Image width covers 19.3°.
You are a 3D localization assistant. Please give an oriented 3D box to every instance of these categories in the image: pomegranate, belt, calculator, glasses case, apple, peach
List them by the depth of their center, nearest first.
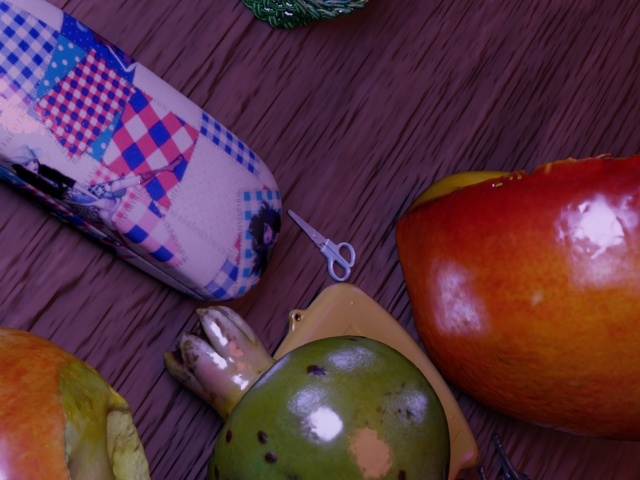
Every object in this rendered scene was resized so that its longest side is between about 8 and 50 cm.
[{"bbox_3d":[-0.211,0.172,1.184,0.226,0.246,0.246,-35,108,-45],"label":"apple"},{"bbox_3d":[-0.153,-0.068,1.382,0.327,0.076,0.125,36,60,-35],"label":"glasses case"},{"bbox_3d":[-0.015,0.151,1.418,0.248,0.202,0.202,42,51,10],"label":"pomegranate"},{"bbox_3d":[-0.001,-0.241,1.545,0.151,0.079,0.121,-21,98,-43],"label":"belt"},{"bbox_3d":[0.046,0.144,1.568,0.236,0.033,0.157,52,55,-22],"label":"calculator"},{"bbox_3d":[0.263,0.048,1.604,0.306,0.380,0.242,25,64,-66],"label":"peach"}]

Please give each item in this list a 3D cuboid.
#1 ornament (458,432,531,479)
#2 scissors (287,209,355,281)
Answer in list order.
[{"bbox_3d":[0.175,0.239,1.679,0.073,0.028,0.125,-49,115,-36],"label":"ornament"},{"bbox_3d":[0.000,0.000,1.563,0.083,0.006,0.036,45,55,-29],"label":"scissors"}]
